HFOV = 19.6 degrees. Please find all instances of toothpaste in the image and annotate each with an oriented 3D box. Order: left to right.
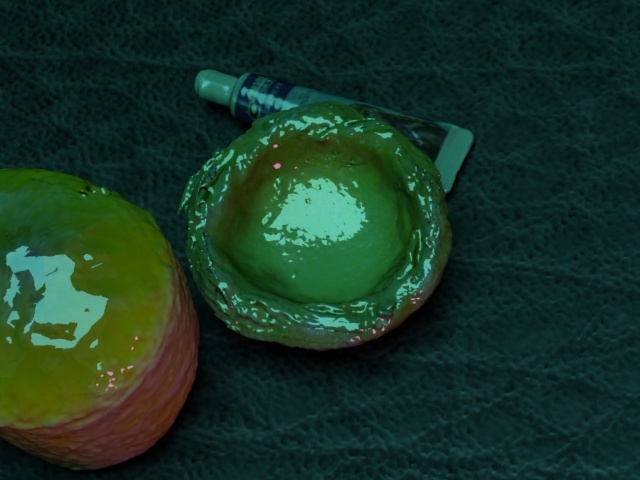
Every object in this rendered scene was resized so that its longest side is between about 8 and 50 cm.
[{"bbox_3d":[0.006,-0.088,1.386,0.216,0.037,0.062,19,66,15],"label":"toothpaste"}]

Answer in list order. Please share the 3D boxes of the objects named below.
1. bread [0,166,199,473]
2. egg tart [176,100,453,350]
[{"bbox_3d":[-0.181,0.054,1.265,0.197,0.170,0.197,-6,60,11],"label":"bread"},{"bbox_3d":[0.000,0.000,1.313,0.197,0.078,0.197,-5,63,9],"label":"egg tart"}]
